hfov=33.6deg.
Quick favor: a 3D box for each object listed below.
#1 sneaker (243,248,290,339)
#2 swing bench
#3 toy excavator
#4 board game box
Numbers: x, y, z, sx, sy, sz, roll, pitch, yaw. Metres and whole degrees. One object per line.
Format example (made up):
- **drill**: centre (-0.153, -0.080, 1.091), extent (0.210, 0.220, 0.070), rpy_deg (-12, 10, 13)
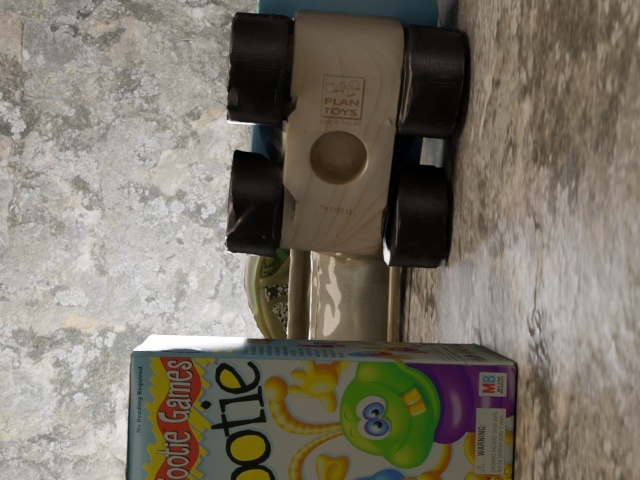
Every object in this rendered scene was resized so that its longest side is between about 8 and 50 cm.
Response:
- **sneaker**: centre (0.000, 0.000, 1.680), extent (0.158, 0.182, 0.410), rpy_deg (-11, -66, -50)
- **swing bench**: centre (0.025, 0.094, 1.424), extent (0.255, 0.165, 0.253), rpy_deg (-78, -10, -79)
- **toy excavator**: centre (0.021, -0.237, 1.157), extent (0.445, 0.222, 0.433), rpy_deg (-92, 6, -63)
- **board game box**: centre (-0.003, 0.152, 0.818), extent (0.144, 0.275, 0.142), rpy_deg (180, 92, -87)
